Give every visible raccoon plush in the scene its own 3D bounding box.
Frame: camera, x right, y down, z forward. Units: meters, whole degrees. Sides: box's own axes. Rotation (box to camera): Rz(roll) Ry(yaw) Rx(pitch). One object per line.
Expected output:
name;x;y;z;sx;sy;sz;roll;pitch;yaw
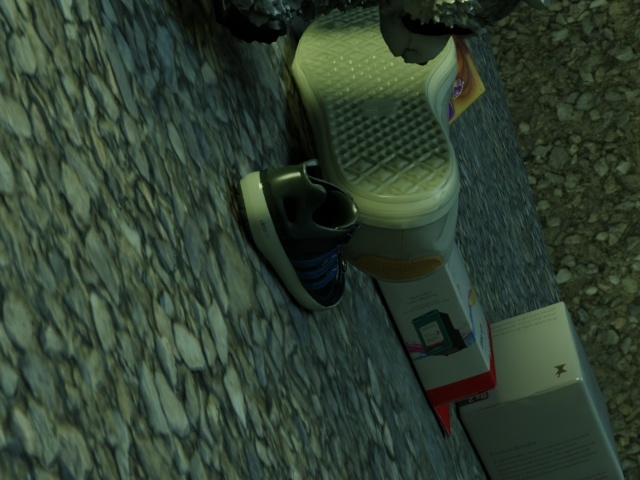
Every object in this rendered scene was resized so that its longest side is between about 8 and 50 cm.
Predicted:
raccoon plush;0.057;-0.322;1.439;0.446;0.299;0.216;93;-11;-53

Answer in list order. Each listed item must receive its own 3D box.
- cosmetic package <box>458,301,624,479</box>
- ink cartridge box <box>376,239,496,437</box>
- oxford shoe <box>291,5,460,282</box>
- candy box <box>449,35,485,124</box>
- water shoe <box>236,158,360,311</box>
cosmetic package;0.260;0.203;2.152;0.151;0.151;0.183;-92;161;-54
ink cartridge box;0.131;0.083;1.937;0.134;0.078;0.231;-87;155;-61
oxford shoe;0.059;-0.110;1.766;0.449;0.169;0.130;-93;180;-56
candy box;0.095;-0.159;1.960;0.187;0.053;0.109;-43;123;-30
water shoe;0.000;0.000;1.470;0.203;0.080;0.073;49;26;-61
